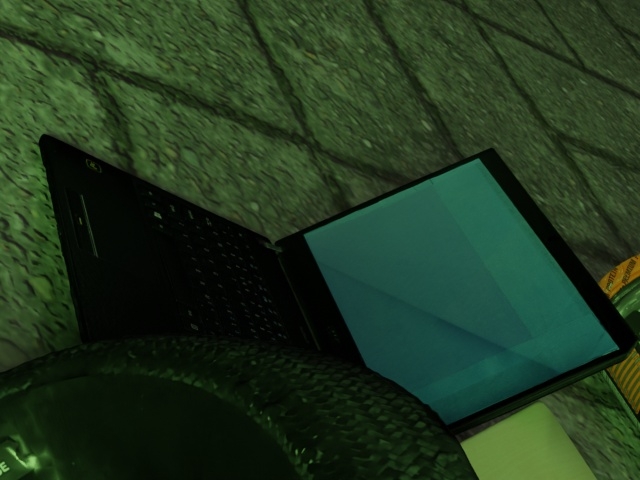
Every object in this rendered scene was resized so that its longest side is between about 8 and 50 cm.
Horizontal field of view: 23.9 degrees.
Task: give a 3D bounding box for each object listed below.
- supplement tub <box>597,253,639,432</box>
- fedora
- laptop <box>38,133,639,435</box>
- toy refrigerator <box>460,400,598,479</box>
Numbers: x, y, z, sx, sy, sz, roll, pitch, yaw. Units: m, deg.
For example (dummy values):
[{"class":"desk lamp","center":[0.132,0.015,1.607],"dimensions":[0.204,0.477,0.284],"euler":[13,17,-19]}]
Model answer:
[{"class":"supplement tub","center":[0.279,0.103,1.111],"dimensions":[0.117,0.117,0.190],"euler":[14,37,-43]},{"class":"fedora","center":[-0.069,0.181,0.416],"dimensions":[0.334,0.334,0.152],"euler":[-95,161,-56]},{"class":"laptop","center":[0.000,0.000,0.840],"dimensions":[0.264,0.136,0.234],"euler":[26,19,-28]},{"class":"toy refrigerator","center":[0.051,0.168,0.729],"dimensions":[0.102,0.094,0.269],"euler":[56,29,11]}]
